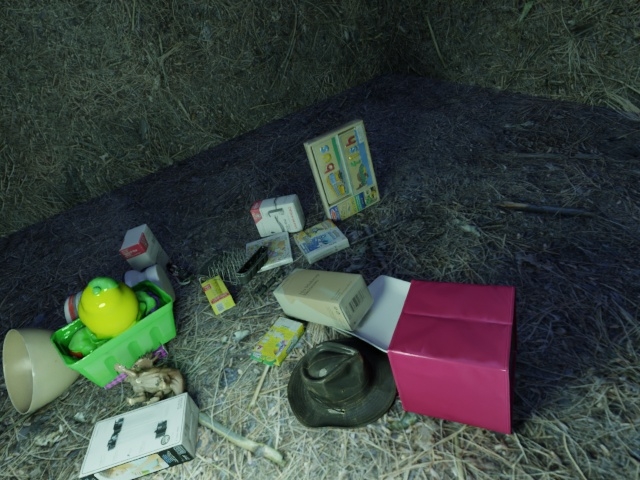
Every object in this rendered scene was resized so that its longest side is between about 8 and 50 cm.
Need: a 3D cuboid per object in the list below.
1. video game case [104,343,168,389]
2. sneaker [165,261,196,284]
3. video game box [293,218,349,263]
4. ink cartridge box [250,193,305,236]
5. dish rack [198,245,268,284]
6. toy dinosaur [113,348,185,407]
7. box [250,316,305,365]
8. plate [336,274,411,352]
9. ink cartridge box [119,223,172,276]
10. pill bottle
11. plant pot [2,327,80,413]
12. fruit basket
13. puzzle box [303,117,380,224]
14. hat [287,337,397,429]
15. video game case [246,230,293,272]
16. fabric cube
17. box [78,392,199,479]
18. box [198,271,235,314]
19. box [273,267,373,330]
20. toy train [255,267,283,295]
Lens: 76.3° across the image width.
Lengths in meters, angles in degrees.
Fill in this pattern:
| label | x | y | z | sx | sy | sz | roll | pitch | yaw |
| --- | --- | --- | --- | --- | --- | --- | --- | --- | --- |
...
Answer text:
| label | x | y | z | sx | sy | sz | roll | pitch | yaw |
| --- | --- | --- | --- | --- | --- | --- | --- | --- | --- |
| video game case | -0.696 | 0.409 | 1.512 | 0.232 | 0.042 | 0.210 | -29 | 35 | -15 |
| sneaker | -0.639 | 0.143 | 1.831 | 0.178 | 0.077 | 0.072 | 8 | 43 | 33 |
| video game box | 0.000 | 0.000 | 1.759 | 0.187 | 0.048 | 0.205 | -23 | 34 | -11 |
| ink cartridge box | -0.196 | -0.115 | 1.912 | 0.217 | 0.159 | 0.092 | -9 | 33 | 14 |
| dish rack | -0.369 | 0.094 | 1.695 | 0.271 | 0.074 | 0.208 | 6 | 32 | 23 |
| toy dinosaur | -0.529 | 0.446 | 1.325 | 0.295 | 0.127 | 0.200 | 10 | 4 | 12 |
| box | -0.141 | 0.339 | 1.349 | 0.105 | 0.043 | 0.179 | 9 | 40 | 34 |
| plate | 0.210 | 0.232 | 1.304 | 0.277 | 0.045 | 0.278 | -39 | 30 | -26 |
| ink cartridge box | -0.789 | 0.073 | 1.859 | 0.100 | 0.237 | 0.172 | -20 | 34 | 2 |
| pill bottle | -0.796 | 0.245 | 1.641 | 0.362 | 0.210 | 0.210 | -24 | 34 | -8 |
| plant pot | -0.963 | 0.434 | 1.442 | 0.284 | 0.284 | 0.190 | 10 | 9 | 35 |
| fruit basket | -0.699 | 0.250 | 1.361 | 0.282 | 0.392 | 0.392 | 19 | 49 | 43 |
| puzzle box | 0.106 | -0.296 | 1.804 | 0.272 | 0.409 | 0.052 | -28 | 35 | -12 |
| hat | 0.045 | 0.361 | 1.149 | 0.331 | 0.134 | 0.331 | -13 | 33 | 9 |
| video game case | -0.231 | 0.052 | 1.812 | 0.206 | 0.026 | 0.227 | -18 | 34 | 1 |
| fabric cube | 0.344 | 0.276 | 1.021 | 0.258 | 0.254 | 0.259 | 1 | 39 | 29 |
| box | -0.503 | 0.567 | 1.157 | 0.289 | 0.087 | 0.169 | -19 | 34 | -1 |
| box | -0.426 | 0.205 | 1.658 | 0.087 | 0.058 | 0.232 | -27 | 35 | -15 |
| box | 0.004 | 0.190 | 1.373 | 0.311 | 0.121 | 0.148 | 1 | 37 | 43 |
| toy train | -0.205 | 0.166 | 1.640 | 0.036 | 0.027 | 0.158 | 2 | 38 | 45 |
